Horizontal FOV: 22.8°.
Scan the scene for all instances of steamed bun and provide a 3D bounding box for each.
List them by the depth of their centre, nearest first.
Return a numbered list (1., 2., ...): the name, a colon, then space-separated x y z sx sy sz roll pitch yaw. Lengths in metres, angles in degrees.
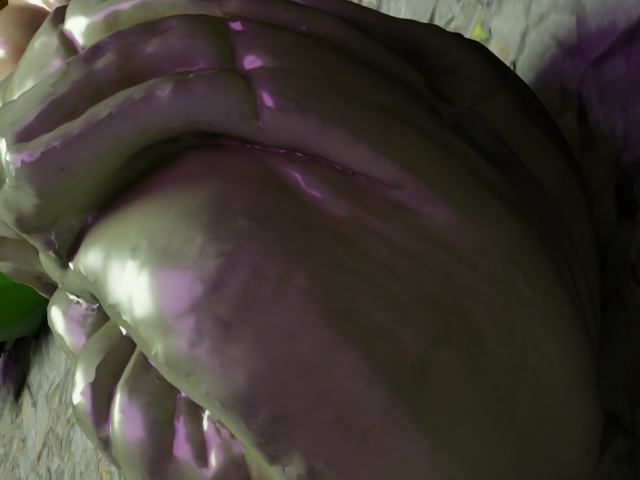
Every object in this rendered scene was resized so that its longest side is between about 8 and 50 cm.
1. steamed bun: 0.000 0.000 0.656 0.206 0.275 0.320 -45 65 12

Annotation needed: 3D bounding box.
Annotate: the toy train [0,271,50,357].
1. toy train: -0.385 -0.005 1.545 0.307 0.173 0.249 62 145 21

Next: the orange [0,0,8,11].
1. orange: -0.355 -0.308 1.521 0.264 0.264 0.264 -172 90 -66

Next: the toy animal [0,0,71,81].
1. toy animal: -0.202 -0.191 1.270 0.149 0.165 0.248 -149 75 -70
